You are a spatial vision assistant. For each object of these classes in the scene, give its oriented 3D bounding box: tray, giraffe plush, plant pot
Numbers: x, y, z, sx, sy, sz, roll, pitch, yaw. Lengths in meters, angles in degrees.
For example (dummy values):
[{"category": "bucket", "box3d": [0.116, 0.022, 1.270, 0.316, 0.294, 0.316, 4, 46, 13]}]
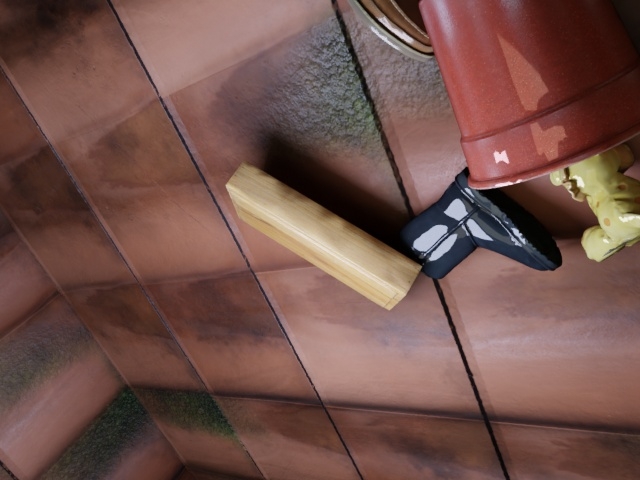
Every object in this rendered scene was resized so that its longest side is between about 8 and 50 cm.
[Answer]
[{"category": "tray", "box3d": [0.000, 0.000, 1.062, 0.411, 0.076, 0.203, 32, 165, 8]}, {"category": "giraffe plush", "box3d": [0.440, -0.078, 0.765, 0.170, 0.210, 0.181, 62, 140, 19]}, {"category": "plant pot", "box3d": [0.276, -0.249, 0.675, 0.272, 0.272, 0.265, -20, 102, 39]}]

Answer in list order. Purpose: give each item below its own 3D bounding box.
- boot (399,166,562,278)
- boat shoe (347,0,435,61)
[{"category": "boot", "box3d": [0.290, 0.010, 0.945, 0.246, 0.094, 0.207, 43, 130, 5]}, {"category": "boat shoe", "box3d": [0.088, -0.411, 0.753, 0.307, 0.111, 0.104, 45, 134, -5]}]
